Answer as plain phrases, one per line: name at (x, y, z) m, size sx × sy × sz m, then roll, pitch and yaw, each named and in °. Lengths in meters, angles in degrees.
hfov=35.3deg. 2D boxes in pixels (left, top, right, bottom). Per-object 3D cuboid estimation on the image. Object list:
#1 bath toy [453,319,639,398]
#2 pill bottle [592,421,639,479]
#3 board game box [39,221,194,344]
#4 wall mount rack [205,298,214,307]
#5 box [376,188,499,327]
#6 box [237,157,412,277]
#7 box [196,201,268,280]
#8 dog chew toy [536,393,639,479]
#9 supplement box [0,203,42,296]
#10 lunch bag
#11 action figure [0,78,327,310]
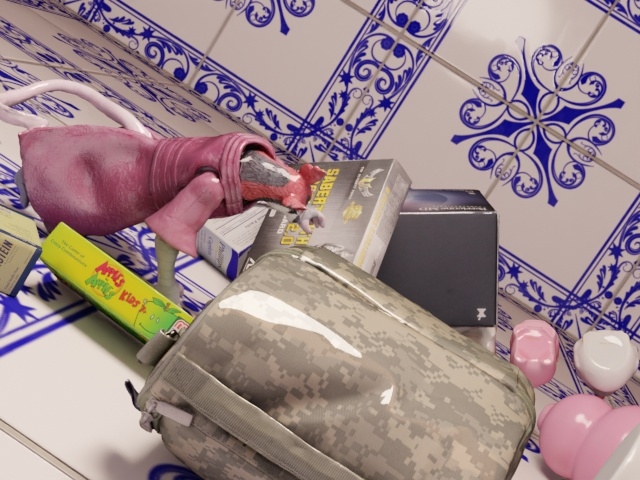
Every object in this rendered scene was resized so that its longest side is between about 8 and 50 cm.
bath toy at (0.315, 0.177, 1.573) m, size 0.348 × 0.151 × 0.129 m, roll 6°, pitch -38°, yaw 14°
pill bottle at (0.477, 0.387, 1.111) m, size 0.392 × 0.224 × 0.224 m, roll 35°, pitch 10°, yaw 15°
board game box at (-0.198, 0.061, 1.024) m, size 0.181 × 0.043 × 0.092 m, roll 35°, pitch -15°, yaw 11°
wall mount rack at (0.012, 0.140, 1.186) m, size 0.350 × 0.130 × 0.304 m, roll 28°, pitch 15°, yaw -27°
box at (0.119, 0.018, 1.571) m, size 0.296 × 0.183 × 0.294 m, roll 0°, pitch 10°, yaw 3°
box at (0.000, 0.000, 1.327) m, size 0.183 × 0.231 × 0.056 m, roll 1°, pitch -33°, yaw 39°
box at (-0.128, -0.023, 1.506) m, size 0.137 × 0.072 × 0.126 m, roll 37°, pitch 51°, yaw 24°
dog chew toy at (0.457, 0.331, 1.433) m, size 0.332 × 0.207 × 0.206 m, roll 30°, pitch 6°, yaw 36°
supplement box at (-0.325, 0.000, 0.982) m, size 0.083 × 0.056 × 0.083 m, roll 27°, pitch 11°, yaw -29°
lunch bag at (0.015, 0.152, 0.846) m, size 0.305 × 0.213 × 0.256 m, roll 33°, pitch 9°, yaw 8°
action figure at (-0.151, -0.084, 1.164) m, size 0.370 × 0.276 × 0.248 m, roll -2°, pitch 24°, yaw 33°
